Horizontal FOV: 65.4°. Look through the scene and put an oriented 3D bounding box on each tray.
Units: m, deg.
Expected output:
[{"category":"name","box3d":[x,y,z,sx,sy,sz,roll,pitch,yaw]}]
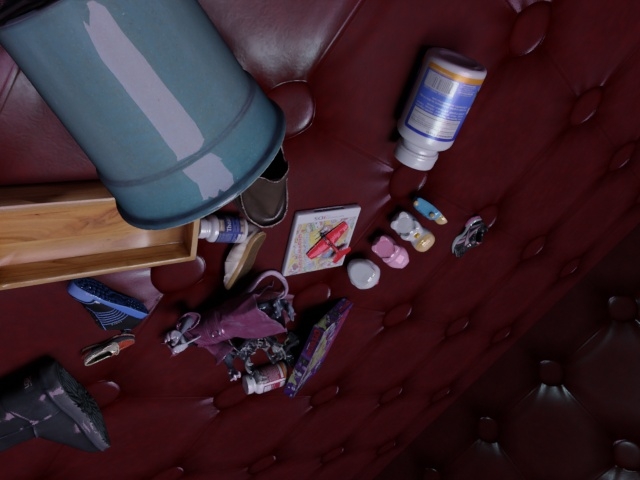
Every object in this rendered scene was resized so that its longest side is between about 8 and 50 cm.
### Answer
[{"category":"tray","box3d":[-0.465,-0.025,1.044,0.410,0.076,0.203,-9,134,-30]}]

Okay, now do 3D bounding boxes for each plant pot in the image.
[{"category":"plant pot","box3d":[-0.277,-0.253,0.779,0.341,0.341,0.334,-33,132,-3]}]

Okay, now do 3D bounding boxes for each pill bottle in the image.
[{"category":"pill bottle","box3d":[-0.242,-0.029,1.207,0.120,0.067,0.067,2,128,-38]},{"category":"pill bottle","box3d":[0.282,-0.318,1.234,0.152,0.152,0.272,-6,133,-32]},{"category":"pill bottle","box3d":[-0.192,0.483,1.745,0.152,0.086,0.086,-10,134,-28]}]

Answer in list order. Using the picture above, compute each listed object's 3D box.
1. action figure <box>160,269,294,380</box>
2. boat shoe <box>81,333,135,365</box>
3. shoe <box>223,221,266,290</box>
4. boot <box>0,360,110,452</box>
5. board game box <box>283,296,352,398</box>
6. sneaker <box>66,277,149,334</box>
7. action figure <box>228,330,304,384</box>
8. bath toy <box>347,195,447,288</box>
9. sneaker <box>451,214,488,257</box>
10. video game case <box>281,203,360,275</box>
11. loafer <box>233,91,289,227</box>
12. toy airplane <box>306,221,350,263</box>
[{"category":"action figure","box3d":[-0.277,0.216,1.376,0.370,0.276,0.248,-19,130,9]},{"category":"boat shoe","box3d":[-0.556,0.288,1.316,0.137,0.043,0.049,-17,136,-24]},{"category":"shoe","box3d":[-0.211,0.043,1.320,0.219,0.058,0.076,-58,167,31]},{"category":"boot","box3d":[-0.822,0.523,1.272,0.445,0.146,0.367,-26,132,-17]},{"category":"board game box","box3d":[-0.010,0.374,1.730,0.208,0.056,0.347,-42,159,-54]},{"category":"sneaker","box3d":[-0.518,0.164,1.188,0.090,0.081,0.232,-45,142,0]},{"category":"action figure","box3d":[-0.176,0.364,1.597,0.275,0.141,0.164,7,128,-44]},{"category":"bath toy","box3d":[0.235,0.020,1.570,0.348,0.151,0.129,-45,176,11]},{"category":"sneaker","box3d":[0.541,0.000,1.803,0.072,0.077,0.178,-7,134,-30]},{"category":"video game case","box3d":[0.000,0.000,1.447,0.206,0.026,0.227,-9,134,-29]},{"category":"loafer","box3d":[-0.137,-0.151,1.111,0.133,0.130,0.366,-24,140,-15]},{"category":"toy airplane","box3d":[0.034,0.018,1.447,0.151,0.028,0.151,-20,137,-20]}]
